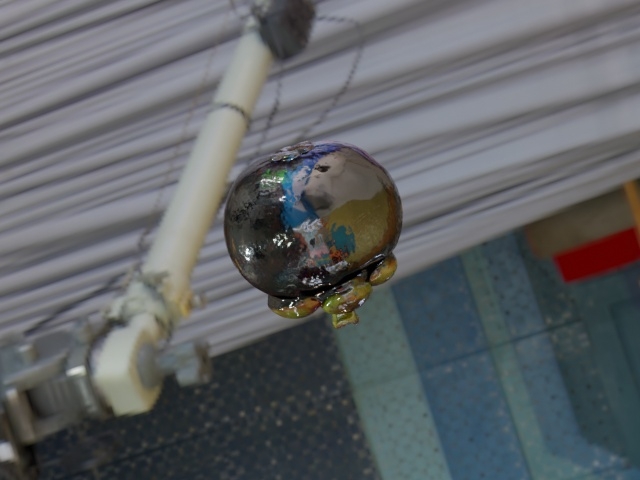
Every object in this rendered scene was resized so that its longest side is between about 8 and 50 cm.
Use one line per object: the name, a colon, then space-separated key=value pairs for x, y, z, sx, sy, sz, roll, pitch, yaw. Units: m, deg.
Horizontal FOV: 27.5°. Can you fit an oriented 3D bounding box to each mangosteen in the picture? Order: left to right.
mangosteen: x=0.000 y=0.000 z=0.995 sx=0.137 sy=0.137 sz=0.151 roll=-82 pitch=-26 yaw=-67
